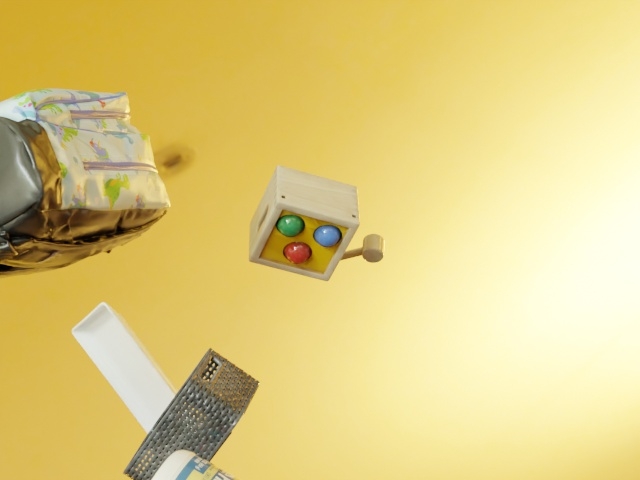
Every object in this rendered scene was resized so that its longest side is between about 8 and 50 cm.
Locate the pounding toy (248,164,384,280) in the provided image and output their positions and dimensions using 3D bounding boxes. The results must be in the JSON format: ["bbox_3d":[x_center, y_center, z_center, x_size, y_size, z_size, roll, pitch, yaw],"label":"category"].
[{"bbox_3d":[0.002,0.008,2.039,0.206,0.094,0.181,15,-48,-15],"label":"pounding toy"}]

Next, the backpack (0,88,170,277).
[{"bbox_3d":[-0.343,-0.068,1.711,0.290,0.273,0.355,-25,-21,30],"label":"backpack"}]

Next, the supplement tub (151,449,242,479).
[{"bbox_3d":[-0.102,0.329,1.478,0.144,0.200,0.144,-60,-6,-11],"label":"supplement tub"}]

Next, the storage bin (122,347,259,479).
[{"bbox_3d":[-0.168,0.246,1.814,0.180,0.084,0.122,-55,3,24],"label":"storage bin"}]

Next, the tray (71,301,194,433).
[{"bbox_3d":[-0.296,0.226,2.279,0.030,0.270,0.145,-37,0,-41],"label":"tray"}]
